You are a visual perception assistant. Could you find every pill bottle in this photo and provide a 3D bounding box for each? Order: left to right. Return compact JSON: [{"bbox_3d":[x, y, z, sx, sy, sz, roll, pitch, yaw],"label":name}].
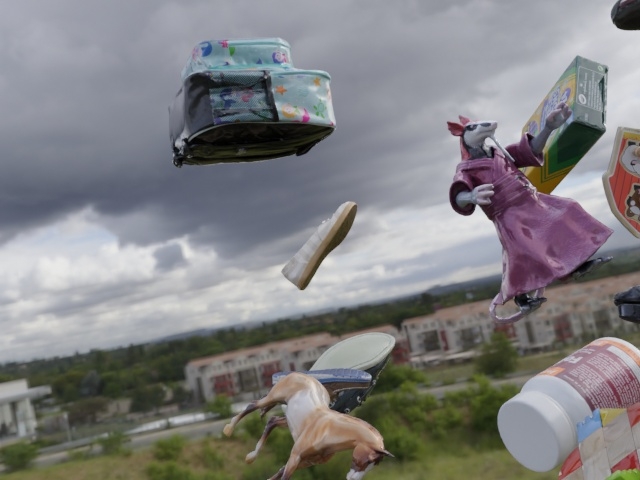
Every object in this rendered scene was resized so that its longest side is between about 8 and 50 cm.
[{"bbox_3d":[0.646,0.413,2.088,0.392,0.224,0.224,-20,0,-34],"label":"pill bottle"}]

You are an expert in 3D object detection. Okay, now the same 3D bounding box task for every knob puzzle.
[{"bbox_3d":[0.597,-0.097,1.482,0.213,0.213,0.030,-11,10,-10],"label":"knob puzzle"}]

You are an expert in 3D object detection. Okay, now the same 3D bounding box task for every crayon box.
[{"bbox_3d":[0.538,-0.237,1.898,0.083,0.203,0.323,18,-33,-5],"label":"crayon box"}]

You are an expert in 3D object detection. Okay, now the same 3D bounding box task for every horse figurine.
[{"bbox_3d":[-0.031,0.239,1.047,0.174,0.066,0.263,-42,26,2],"label":"horse figurine"}]

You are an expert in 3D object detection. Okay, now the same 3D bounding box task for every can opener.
[{"bbox_3d":[0.634,0.124,1.531,0.186,0.073,0.059,6,-12,-6],"label":"can opener"}]

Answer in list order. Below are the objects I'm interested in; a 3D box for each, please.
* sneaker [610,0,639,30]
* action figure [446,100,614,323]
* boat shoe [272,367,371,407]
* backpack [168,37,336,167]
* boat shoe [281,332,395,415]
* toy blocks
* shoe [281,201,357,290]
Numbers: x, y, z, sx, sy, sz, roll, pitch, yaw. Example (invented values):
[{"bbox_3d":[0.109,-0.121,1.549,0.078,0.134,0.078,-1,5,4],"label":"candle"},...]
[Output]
[{"bbox_3d":[0.606,-0.334,1.297,0.281,0.162,0.106,-8,-15,28],"label":"sneaker"},{"bbox_3d":[0.348,-0.074,1.487,0.248,0.370,0.275,-27,-17,-16],"label":"action figure"},{"bbox_3d":[0.004,0.274,1.528,0.183,0.066,0.066,-3,2,10],"label":"boat shoe"},{"bbox_3d":[-0.107,-0.215,1.324,0.254,0.191,0.225,-1,-7,-18],"label":"backpack"},{"bbox_3d":[0.048,0.306,1.724,0.127,0.113,0.340,5,25,33],"label":"boat shoe"},{"bbox_3d":[0.445,0.333,1.181,0.381,0.191,0.261,-48,7,26],"label":"toy blocks"},{"bbox_3d":[0.000,0.000,1.685,0.219,0.058,0.076,-54,-19,-19],"label":"shoe"}]
